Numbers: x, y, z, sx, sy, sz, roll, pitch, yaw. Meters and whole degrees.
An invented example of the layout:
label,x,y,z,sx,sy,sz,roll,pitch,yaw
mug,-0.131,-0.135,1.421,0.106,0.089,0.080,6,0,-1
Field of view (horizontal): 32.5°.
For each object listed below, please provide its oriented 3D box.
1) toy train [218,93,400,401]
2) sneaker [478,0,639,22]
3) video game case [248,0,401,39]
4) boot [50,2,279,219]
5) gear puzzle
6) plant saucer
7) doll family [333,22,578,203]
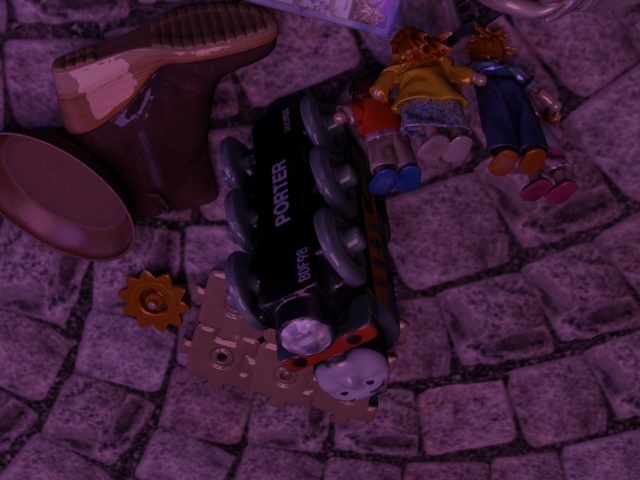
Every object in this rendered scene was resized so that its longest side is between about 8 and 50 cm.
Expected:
label,x,y,z,sx,sy,sz,roll,pitch,yaw
toy train,0.000,0.000,1.075,0.142,0.334,0.190,-27,130,17
sneaker,0.222,-0.247,1.012,0.252,0.111,0.103,-4,122,-15
video game case,-0.016,-0.348,1.013,0.244,0.061,0.269,15,120,-3
boot,-0.139,-0.130,1.154,0.248,0.090,0.207,-13,131,9
gear puzzle,-0.075,0.109,1.301,0.339,0.044,0.175,16,122,-2
plant saucer,-0.282,-0.054,1.182,0.199,0.036,0.198,17,144,13
doll family,0.147,-0.137,1.059,0.263,0.163,0.118,4,141,-20
